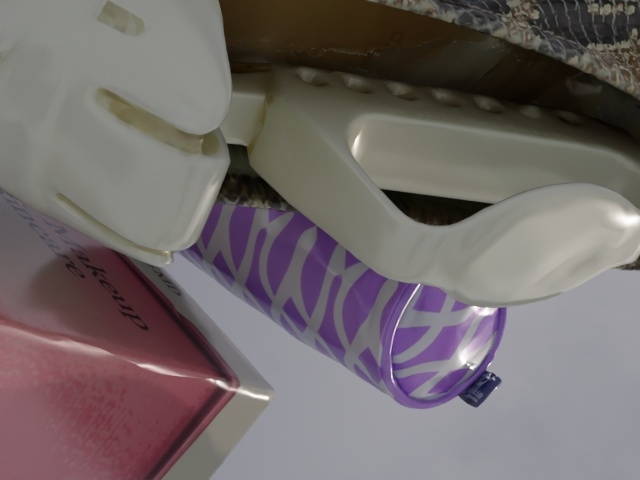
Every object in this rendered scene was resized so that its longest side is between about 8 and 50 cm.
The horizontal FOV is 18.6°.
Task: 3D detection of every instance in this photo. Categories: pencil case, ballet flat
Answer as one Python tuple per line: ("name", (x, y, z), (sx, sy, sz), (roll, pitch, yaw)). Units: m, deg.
("pencil case", (0.000, 0.000, 0.914), (0.088, 0.206, 0.086), (-46, -41, -16))
("ballet flat", (-0.007, -0.060, 0.783), (0.483, 0.182, 0.164), (8, -45, -27))

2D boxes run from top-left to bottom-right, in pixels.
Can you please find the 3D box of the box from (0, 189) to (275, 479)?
("box", (-0.153, 0.051, 0.853), (0.148, 0.232, 0.127), (45, -79, 28))
